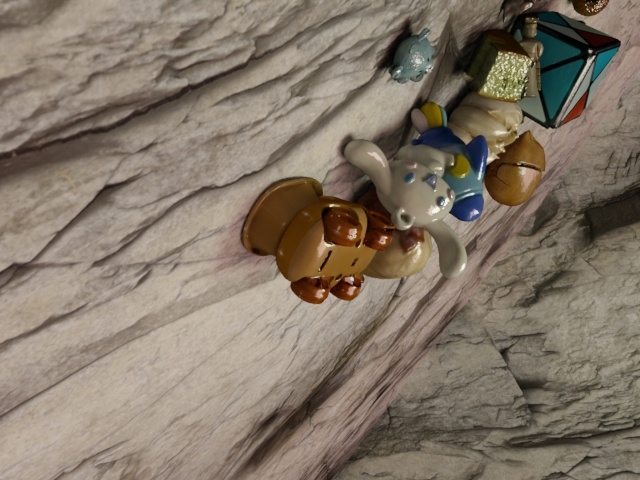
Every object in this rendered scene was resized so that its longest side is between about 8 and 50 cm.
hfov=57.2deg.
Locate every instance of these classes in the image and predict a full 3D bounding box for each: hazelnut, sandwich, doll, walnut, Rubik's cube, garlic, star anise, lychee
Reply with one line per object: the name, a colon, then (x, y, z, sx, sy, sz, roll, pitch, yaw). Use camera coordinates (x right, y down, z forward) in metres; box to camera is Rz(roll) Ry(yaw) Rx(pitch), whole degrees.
hazelnut: (0.161, -0.022, 1.524, 0.241, 0.261, 0.261, 12, 117, -30)
sandwich: (0.460, -0.470, 1.535, 0.236, 0.128, 0.122, -92, -163, -52)
doll: (0.273, -0.153, 1.385, 0.365, 0.187, 0.376, -47, 117, -34)
doll: (0.214, -0.377, 1.267, 0.120, 0.075, 0.179, -54, 156, 11)
walnut: (0.716, -0.268, 2.174, 0.203, 0.203, 0.298, -28, 135, -43)
Rubik's cube: (0.674, -0.502, 1.713, 0.250, 0.248, 0.247, -27, 144, -42)
garlic: (0.450, -0.318, 1.627, 0.281, 0.203, 0.185, -33, 131, -30)
star anise: (0.493, -0.675, 1.439, 0.148, 0.218, 0.228, -24, 111, 6)
lychee: (0.843, -0.759, 1.828, 0.146, 0.114, 0.114, -58, 167, -49)

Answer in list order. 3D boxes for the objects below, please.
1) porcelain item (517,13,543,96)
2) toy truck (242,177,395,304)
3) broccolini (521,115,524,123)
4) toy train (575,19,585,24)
porcelain item: (0.557, -0.497, 1.587, 0.054, 0.084, 0.213, -44, 137, -80)
toy truck: (0.000, 0.000, 1.236, 0.288, 0.211, 0.204, -2, 126, -55)
broccolini: (0.691, -0.473, 2.044, 0.218, 0.042, 0.044, 56, 46, -60)
toy train: (0.827, -0.685, 1.980, 0.209, 0.044, 0.042, -48, 154, -11)
